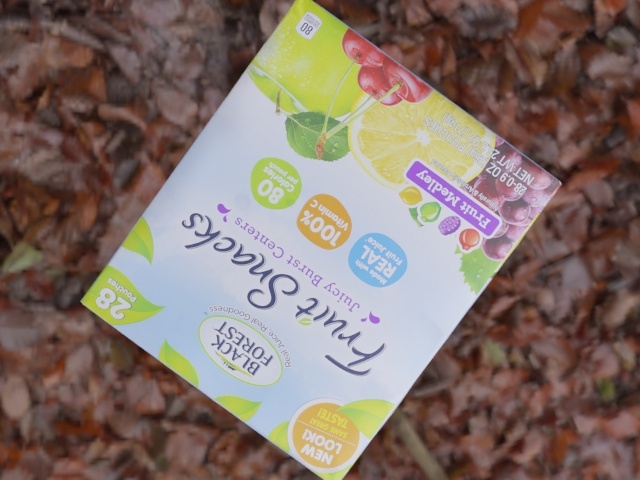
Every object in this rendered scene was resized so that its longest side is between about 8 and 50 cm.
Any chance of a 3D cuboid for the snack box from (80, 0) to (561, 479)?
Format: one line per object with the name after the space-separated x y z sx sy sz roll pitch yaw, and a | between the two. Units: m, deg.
0.000 0.000 0.656 0.174 0.070 0.207 35 95 -1 | snack box
